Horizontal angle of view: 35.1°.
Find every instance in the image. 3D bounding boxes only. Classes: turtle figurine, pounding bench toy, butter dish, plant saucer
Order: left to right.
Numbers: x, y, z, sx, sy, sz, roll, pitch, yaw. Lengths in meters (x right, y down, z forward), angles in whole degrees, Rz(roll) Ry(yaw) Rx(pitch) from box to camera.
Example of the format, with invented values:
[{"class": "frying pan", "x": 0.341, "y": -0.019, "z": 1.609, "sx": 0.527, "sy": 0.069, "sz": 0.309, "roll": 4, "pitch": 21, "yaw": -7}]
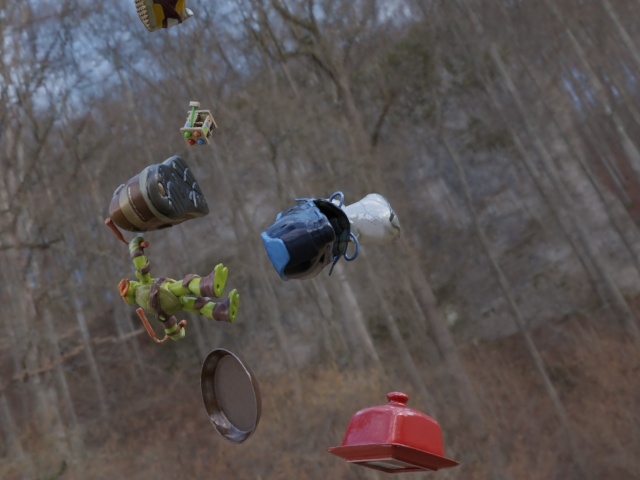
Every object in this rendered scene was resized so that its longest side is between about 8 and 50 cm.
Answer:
[{"class": "turtle figurine", "x": -0.258, "y": 0.082, "z": 1.706, "sx": 0.217, "sy": 0.087, "sz": 0.269, "roll": -1, "pitch": -57, "yaw": 23}, {"class": "pounding bench toy", "x": -0.269, "y": -0.250, "z": 2.182, "sx": 0.052, "sy": 0.065, "sz": 0.083, "roll": 1, "pitch": -39, "yaw": 22}, {"class": "plant saucer", "x": -0.151, "y": 0.267, "z": 1.754, "sx": 0.029, "sy": 0.168, "sz": 0.168, "roll": -10, "pitch": -28, "yaw": -40}, {"class": "butter dish", "x": 0.116, "y": 0.294, "z": 1.573, "sx": 0.160, "sy": 0.118, "sz": 0.160, "roll": 23, "pitch": -27, "yaw": -36}]

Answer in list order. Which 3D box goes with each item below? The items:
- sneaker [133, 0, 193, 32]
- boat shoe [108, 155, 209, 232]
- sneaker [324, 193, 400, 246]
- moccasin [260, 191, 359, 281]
[{"class": "sneaker", "x": -0.226, "y": -0.388, "z": 1.430, "sx": 0.084, "sy": 0.069, "sz": 0.185, "roll": -22, "pitch": -41, "yaw": -21}, {"class": "boat shoe", "x": -0.289, "y": -0.075, "z": 1.787, "sx": 0.120, "sy": 0.122, "sz": 0.324, "roll": -25, "pitch": -2, "yaw": 8}, {"class": "sneaker", "x": 0.047, "y": -0.019, "z": 2.033, "sx": 0.129, "sy": 0.111, "sz": 0.297, "roll": -30, "pitch": 13, "yaw": -32}, {"class": "moccasin", "x": 0.000, "y": 0.000, "z": 1.588, "sx": 0.117, "sy": 0.137, "sz": 0.342, "roll": -25, "pitch": 8, "yaw": 8}]
